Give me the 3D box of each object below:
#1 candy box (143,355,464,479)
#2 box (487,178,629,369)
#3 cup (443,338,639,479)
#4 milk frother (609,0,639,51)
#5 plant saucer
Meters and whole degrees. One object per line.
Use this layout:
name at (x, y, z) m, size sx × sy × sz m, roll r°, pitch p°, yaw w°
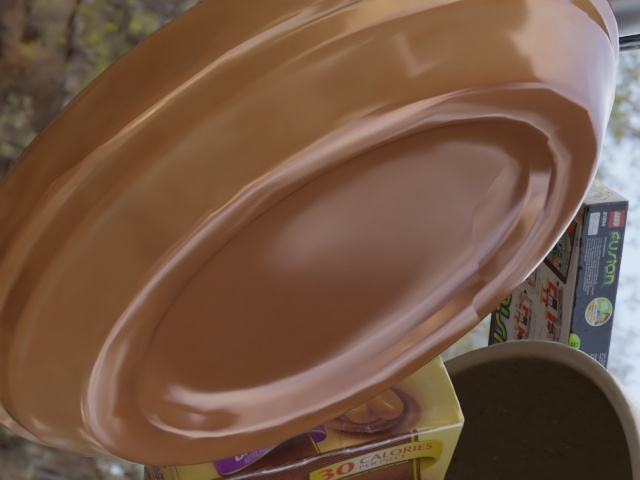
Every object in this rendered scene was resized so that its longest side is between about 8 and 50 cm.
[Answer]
candy box at (-0.015, 0.106, 0.684) m, size 0.187 × 0.109 × 0.053 m, roll 99°, pitch -25°, yaw -55°
box at (0.163, 0.051, 1.208) m, size 0.114 × 0.036 × 0.207 m, roll -135°, pitch -135°, yaw -59°
cup at (0.103, 0.250, 0.811) m, size 0.331 × 0.237 × 0.331 m, roll -42°, pitch -158°, yaw 22°
milk frother at (0.088, -0.131, 0.551) m, size 0.129 × 0.134 × 0.143 m, roll 14°, pitch 68°, yaw -86°
plant saucer at (0.000, 0.000, 0.455) m, size 0.037 × 0.200 × 0.200 m, roll 57°, pitch -51°, yaw 27°
